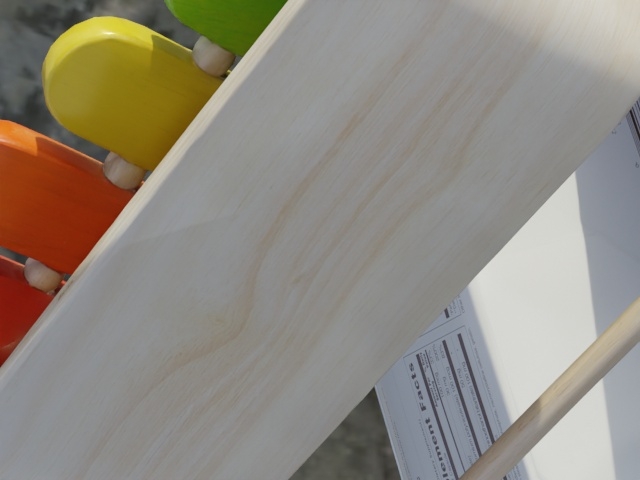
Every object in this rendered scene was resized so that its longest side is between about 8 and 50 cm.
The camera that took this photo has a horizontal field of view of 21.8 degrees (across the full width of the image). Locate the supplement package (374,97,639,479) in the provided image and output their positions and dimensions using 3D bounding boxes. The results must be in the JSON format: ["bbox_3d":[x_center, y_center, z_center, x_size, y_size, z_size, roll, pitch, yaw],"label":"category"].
[{"bbox_3d":[0.165,0.028,0.885,0.145,0.262,0.204,-39,66,64],"label":"supplement package"}]

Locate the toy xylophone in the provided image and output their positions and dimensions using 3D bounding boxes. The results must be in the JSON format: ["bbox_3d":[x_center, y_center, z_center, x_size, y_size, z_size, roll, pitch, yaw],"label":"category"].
[{"bbox_3d":[0.000,0.000,0.560,0.322,0.236,0.081,-42,39,19],"label":"toy xylophone"}]
